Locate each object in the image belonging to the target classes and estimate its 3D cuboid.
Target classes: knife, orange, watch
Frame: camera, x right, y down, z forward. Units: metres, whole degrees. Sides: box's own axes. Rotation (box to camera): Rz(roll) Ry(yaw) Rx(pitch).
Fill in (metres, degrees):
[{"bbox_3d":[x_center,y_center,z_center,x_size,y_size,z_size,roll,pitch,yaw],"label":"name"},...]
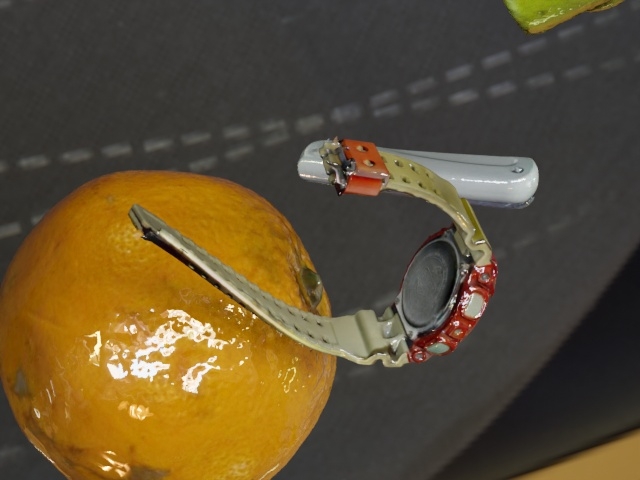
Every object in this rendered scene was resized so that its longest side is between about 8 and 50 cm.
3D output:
[{"bbox_3d":[0.108,-0.078,1.725,0.265,0.041,0.073,6,-141,13],"label":"knife"},{"bbox_3d":[-0.134,0.088,1.382,0.312,0.312,0.312,-17,171,-3],"label":"orange"},{"bbox_3d":[0.009,-0.001,1.172,0.268,0.102,0.165,32,112,-31],"label":"watch"}]

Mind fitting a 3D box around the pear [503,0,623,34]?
[{"bbox_3d":[0.217,-0.303,1.322,0.176,0.286,0.282,-17,132,16],"label":"pear"}]
